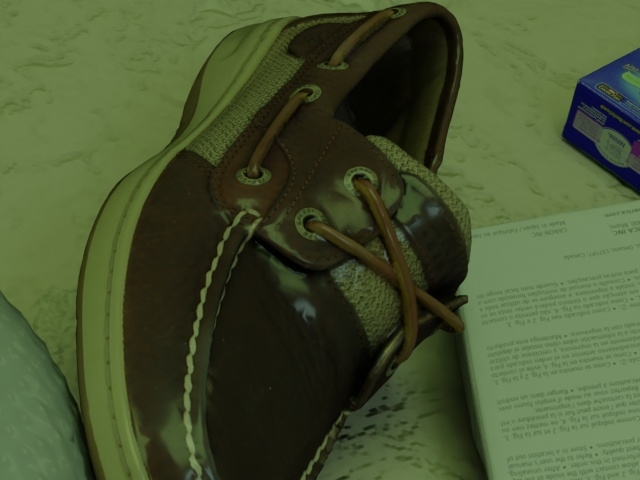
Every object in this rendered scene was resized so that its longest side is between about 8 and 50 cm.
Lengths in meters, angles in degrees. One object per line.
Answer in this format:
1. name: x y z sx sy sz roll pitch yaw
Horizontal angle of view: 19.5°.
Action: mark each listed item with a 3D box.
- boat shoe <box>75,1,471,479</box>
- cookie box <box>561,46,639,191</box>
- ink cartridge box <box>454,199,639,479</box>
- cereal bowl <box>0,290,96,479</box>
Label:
1. boat shoe: 0.000 0.000 0.759 0.123 0.123 0.342 -15 28 22
2. cookie box: 0.196 -0.063 0.978 0.107 0.040 0.092 -28 55 -38
3. ink cartridge box: 0.154 0.079 0.759 0.181 0.056 0.225 -9 52 3
4. cereal bowl: -0.232 0.081 0.611 0.338 0.141 0.339 8 41 -7
